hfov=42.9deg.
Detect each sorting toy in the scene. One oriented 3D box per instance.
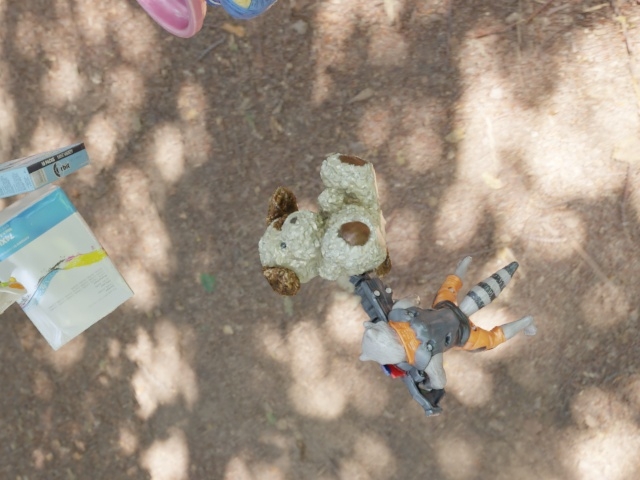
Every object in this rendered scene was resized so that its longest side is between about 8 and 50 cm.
[{"bbox_3d":[-0.576,0.098,1.436,0.083,0.075,0.044,-34,79,29],"label":"sorting toy"}]

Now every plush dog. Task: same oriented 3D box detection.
[{"bbox_3d":[0.000,0.000,1.444,0.225,0.262,0.210,-10,135,9],"label":"plush dog"}]

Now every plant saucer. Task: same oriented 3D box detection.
[{"bbox_3d":[-0.340,-0.582,1.686,0.332,0.084,0.332,44,161,19],"label":"plant saucer"}]

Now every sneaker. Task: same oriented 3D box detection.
[{"bbox_3d":[-0.133,-0.408,1.289,0.131,0.112,0.296,-53,28,33],"label":"sneaker"}]

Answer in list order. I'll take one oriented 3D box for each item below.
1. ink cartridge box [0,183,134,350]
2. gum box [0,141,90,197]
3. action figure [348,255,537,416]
[{"bbox_3d":[-0.552,0.047,1.672,0.270,0.197,0.198,59,162,-19],"label":"ink cartridge box"},{"bbox_3d":[-0.490,-0.103,1.306,0.184,0.157,0.041,-10,107,21],"label":"gum box"},{"bbox_3d":[0.190,0.117,1.474,0.341,0.330,0.178,54,145,17],"label":"action figure"}]
